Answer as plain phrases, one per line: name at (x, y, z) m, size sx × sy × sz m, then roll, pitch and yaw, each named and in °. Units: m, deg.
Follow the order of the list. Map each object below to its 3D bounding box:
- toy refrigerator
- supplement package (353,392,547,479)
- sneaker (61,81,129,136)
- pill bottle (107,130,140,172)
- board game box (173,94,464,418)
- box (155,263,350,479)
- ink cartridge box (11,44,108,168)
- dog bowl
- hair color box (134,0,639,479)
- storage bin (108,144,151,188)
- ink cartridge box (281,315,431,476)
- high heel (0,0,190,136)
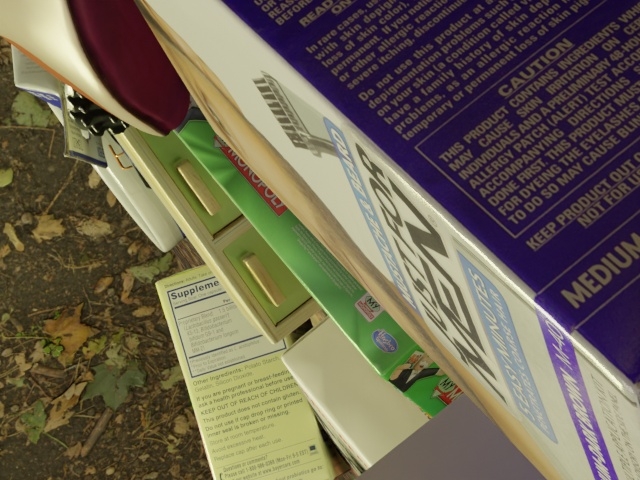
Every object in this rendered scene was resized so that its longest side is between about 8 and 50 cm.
toy refrigerator at (-0.083, -0.051, 1.203) m, size 0.269 × 0.102 × 0.094 m, roll 56°, pitch 171°, yaw -20°
supplement package at (0.147, 0.217, 0.709) m, size 0.199 × 0.198 × 0.262 m, roll 45°, pitch 168°, yaw 48°
sneaker at (-0.132, -0.174, 0.896) m, size 0.234 × 0.078 × 0.106 m, roll 103°, pitch 150°, yaw -46°
pill bottle at (-0.120, -0.077, 1.322) m, size 0.169 × 0.094 × 0.094 m, roll 50°, pitch 172°, yaw 18°
board game box at (0.000, 0.000, 0.990) m, size 0.317 × 0.046 × 0.213 m, roll 49°, pitch -178°, yaw 30°
box at (-0.063, 0.146, 1.492) m, size 0.213 × 0.117 × 0.243 m, roll 34°, pitch -141°, yaw -81°
ink cartridge box at (-0.234, -0.176, 1.252) m, size 0.223 × 0.045 × 0.224 m, roll 151°, pitch 113°, yaw -89°
dog bowl at (-0.226, -0.120, 1.707) m, size 0.265 × 0.104 × 0.265 m, roll 52°, pitch 172°, yaw 10°
hair color box at (0.050, -0.036, 0.507) m, size 0.339 × 0.110 × 0.185 m, roll 48°, pitch 172°, yaw 40°
storage bin at (-0.185, -0.129, 1.512) m, size 0.091 × 0.098 × 0.135 m, roll 60°, pitch 176°, yaw 26°
ink cartridge box at (0.074, 0.183, 1.323) m, size 0.172 × 0.100 × 0.237 m, roll 47°, pitch 170°, yaw 34°
high heel at (-0.106, -0.180, 0.716) m, size 0.127 × 0.181 × 0.377 m, roll 35°, pitch 175°, yaw 17°
